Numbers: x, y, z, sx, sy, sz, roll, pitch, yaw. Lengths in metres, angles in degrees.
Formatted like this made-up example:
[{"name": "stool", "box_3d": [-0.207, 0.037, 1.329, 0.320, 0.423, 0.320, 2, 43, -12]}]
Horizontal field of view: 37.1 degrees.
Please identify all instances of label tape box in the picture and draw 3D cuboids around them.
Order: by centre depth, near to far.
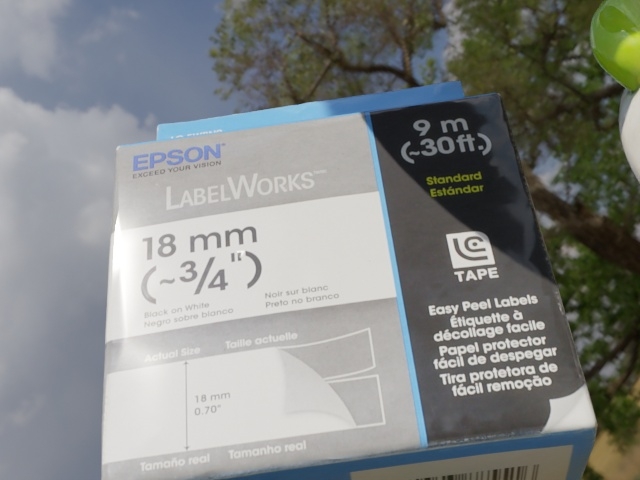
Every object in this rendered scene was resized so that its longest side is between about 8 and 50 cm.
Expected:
[{"name": "label tape box", "box_3d": [0.000, 0.000, 0.579, 0.240, 0.334, 0.106, -8, -37, 1]}]

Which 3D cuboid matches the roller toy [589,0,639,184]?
[{"name": "roller toy", "box_3d": [0.248, -0.074, 0.420, 0.209, 0.191, 0.146, -2, -42, -17]}]
